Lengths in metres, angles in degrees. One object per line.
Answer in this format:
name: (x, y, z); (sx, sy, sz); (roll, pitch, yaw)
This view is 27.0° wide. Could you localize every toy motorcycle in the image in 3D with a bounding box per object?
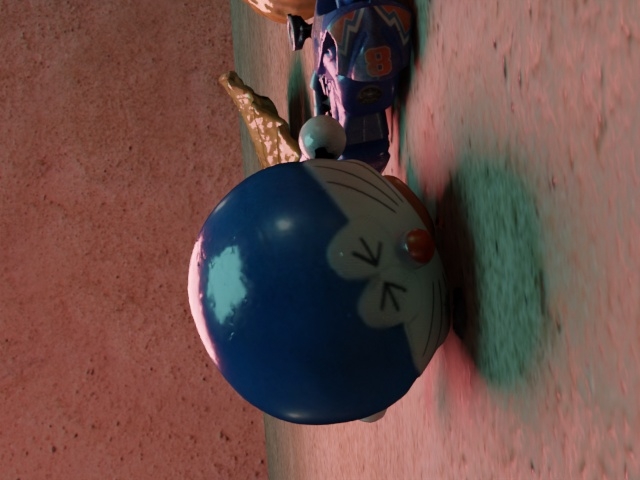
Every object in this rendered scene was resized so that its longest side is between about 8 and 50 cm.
toy motorcycle: (0.025, -0.130, 0.938); (0.205, 0.076, 0.114); (95, 162, -56)

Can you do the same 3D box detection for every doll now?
doll: (0.014, 0.027, 0.857); (0.257, 0.161, 0.215); (-49, -56, -76)

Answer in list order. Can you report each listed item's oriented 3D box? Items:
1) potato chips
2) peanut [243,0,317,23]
potato chips: (-0.061, -0.012, 1.617); (0.373, 0.097, 0.389); (-150, 55, -81)
peanut: (-0.057, -0.320, 1.213); (0.130, 0.130, 0.290); (97, 165, -57)
